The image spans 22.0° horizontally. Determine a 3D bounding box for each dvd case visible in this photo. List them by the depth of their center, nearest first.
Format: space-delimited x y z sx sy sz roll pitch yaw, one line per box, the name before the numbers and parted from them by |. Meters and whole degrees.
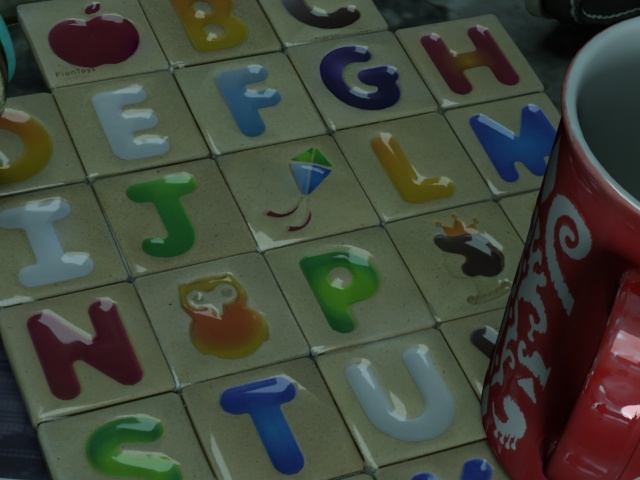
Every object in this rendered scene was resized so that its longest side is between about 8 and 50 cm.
dvd case | -0.072 0.034 0.686 0.164 0.018 0.221 5 47 -1

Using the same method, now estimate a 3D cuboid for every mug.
mug | 0.105 0.025 0.580 0.150 0.169 0.113 -26 59 -30

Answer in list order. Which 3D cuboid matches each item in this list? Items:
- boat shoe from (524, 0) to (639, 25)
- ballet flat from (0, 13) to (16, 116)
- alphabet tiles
boat shoe | 0.196 -0.164 0.836 0.228 0.081 0.069 -34 54 -32
ballet flat | -0.267 -0.101 0.708 0.123 0.123 0.348 -35 45 -30
alphabet tiles | 0.000 0.000 0.702 0.285 0.011 0.342 -12 53 -21
